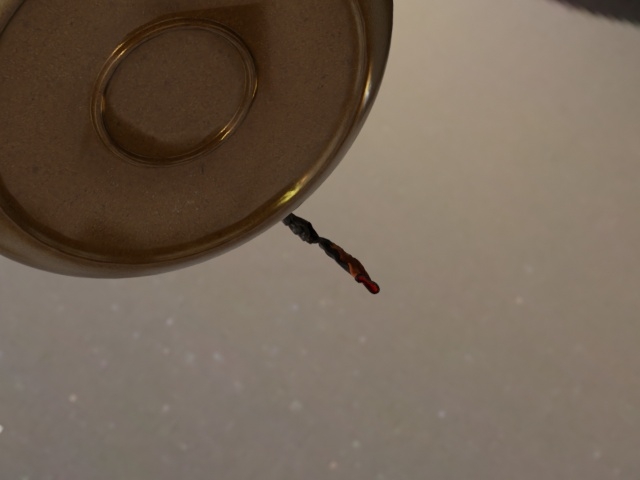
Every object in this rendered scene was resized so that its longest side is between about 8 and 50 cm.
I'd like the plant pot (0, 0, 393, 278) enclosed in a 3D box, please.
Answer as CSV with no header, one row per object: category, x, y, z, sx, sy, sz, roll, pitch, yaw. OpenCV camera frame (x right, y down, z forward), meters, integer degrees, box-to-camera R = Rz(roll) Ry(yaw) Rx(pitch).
plant pot,-0.069,-0.071,0.733,0.236,0.236,0.032,25,-158,-41

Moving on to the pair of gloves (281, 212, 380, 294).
pair of gloves,0.000,0.000,1.049,0.083,0.010,0.074,36,-175,-25
